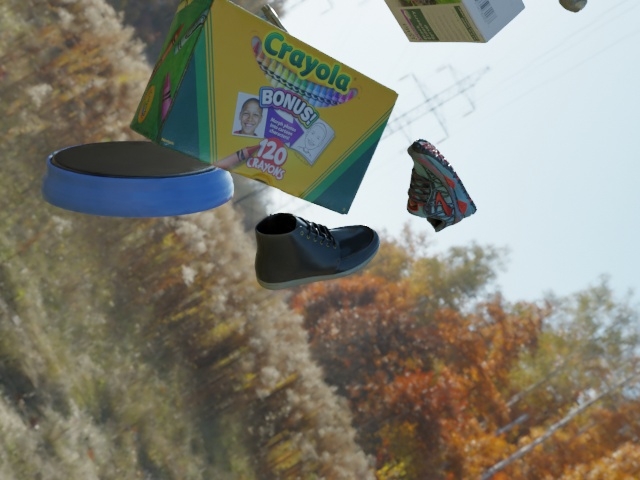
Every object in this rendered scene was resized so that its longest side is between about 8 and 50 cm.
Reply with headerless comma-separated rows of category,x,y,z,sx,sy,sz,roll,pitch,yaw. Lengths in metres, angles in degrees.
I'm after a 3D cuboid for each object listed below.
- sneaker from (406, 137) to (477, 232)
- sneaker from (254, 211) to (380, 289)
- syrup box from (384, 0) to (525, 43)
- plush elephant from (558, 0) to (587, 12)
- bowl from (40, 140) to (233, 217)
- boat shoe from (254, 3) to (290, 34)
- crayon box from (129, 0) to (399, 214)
sneaker,0.227,-0.097,1.651,0.262,0.125,0.104,47,8,-46
sneaker,0.000,0.000,1.311,0.083,0.222,0.118,54,-26,42
syrup box,0.210,-0.383,1.311,0.093,0.096,0.237,53,-12,-26
plush elephant,0.670,-0.677,1.824,0.255,0.330,0.272,23,2,35
bowl,-0.377,-0.137,1.679,0.391,0.391,0.077,-130,-140,-66
boat shoe,-0.069,-0.491,2.079,0.285,0.089,0.104,42,0,5
crayon box,-0.057,-0.151,0.931,0.278,0.165,0.081,19,7,-38
